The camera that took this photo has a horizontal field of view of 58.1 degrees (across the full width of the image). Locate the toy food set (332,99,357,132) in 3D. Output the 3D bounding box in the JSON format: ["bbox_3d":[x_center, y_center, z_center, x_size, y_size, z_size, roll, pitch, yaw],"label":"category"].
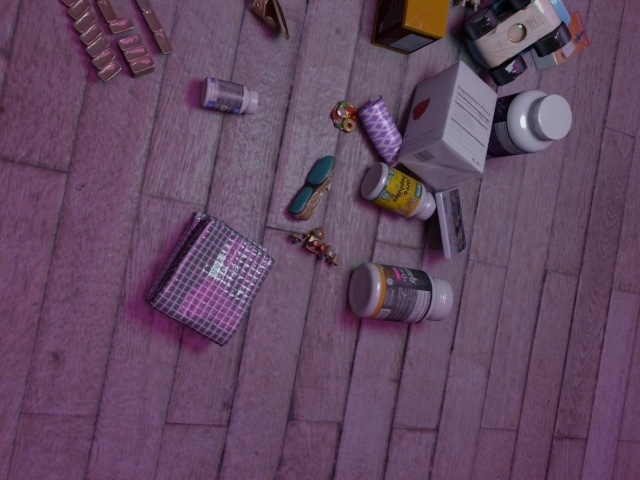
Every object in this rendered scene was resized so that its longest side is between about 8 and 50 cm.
[{"bbox_3d":[0.072,-0.359,1.660,0.082,0.020,0.083,25,83,-23],"label":"toy food set"}]

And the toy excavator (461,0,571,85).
[{"bbox_3d":[0.663,-0.741,1.814,0.433,0.445,0.222,-31,111,26],"label":"toy excavator"}]

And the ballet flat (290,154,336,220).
[{"bbox_3d":[-0.013,-0.143,1.617,0.206,0.073,0.067,-56,138,-10],"label":"ballet flat"}]

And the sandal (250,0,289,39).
[{"bbox_3d":[-0.152,-0.639,1.534,0.079,0.088,0.240,-15,92,9],"label":"sandal"}]

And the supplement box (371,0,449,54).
[{"bbox_3d":[0.256,-0.659,1.635,0.129,0.194,0.191,8,89,-23],"label":"supplement box"}]

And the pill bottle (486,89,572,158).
[{"bbox_3d":[0.578,-0.345,1.722,0.181,0.323,0.181,-1,92,-24],"label":"pill bottle"}]

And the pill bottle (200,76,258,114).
[{"bbox_3d":[-0.235,-0.371,1.491,0.137,0.078,0.078,7,89,-24],"label":"pill bottle"}]

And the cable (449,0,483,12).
[{"bbox_3d":[0.475,-0.846,1.792,0.139,0.072,0.287,14,86,-22],"label":"cable"}]

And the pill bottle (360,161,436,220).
[{"bbox_3d":[0.233,-0.136,1.689,0.208,0.117,0.118,24,82,-23],"label":"pill bottle"}]

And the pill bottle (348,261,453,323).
[{"bbox_3d":[0.235,0.158,1.678,0.278,0.162,0.162,9,89,-25],"label":"pill bottle"}]

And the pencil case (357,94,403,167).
[{"bbox_3d":[0.184,-0.312,1.678,0.086,0.088,0.206,-28,104,1],"label":"pencil case"}]

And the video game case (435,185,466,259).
[{"bbox_3d":[0.402,-0.058,1.766,0.183,0.023,0.201,-20,102,-59],"label":"video game case"}]

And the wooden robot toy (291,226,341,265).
[{"bbox_3d":[0.000,0.000,1.620,0.173,0.076,0.079,32,69,-22],"label":"wooden robot toy"}]

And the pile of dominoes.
[{"bbox_3d":[-0.496,-0.521,1.404,0.196,0.040,0.251,-28,95,-20],"label":"pile of dominoes"}]

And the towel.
[{"bbox_3d":[-0.273,0.095,1.470,0.235,0.121,0.284,34,78,-22],"label":"towel"}]

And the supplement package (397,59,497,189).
[{"bbox_3d":[0.368,-0.329,1.661,0.175,0.177,0.293,32,60,-27],"label":"supplement package"}]

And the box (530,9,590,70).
[{"bbox_3d":[0.796,-0.670,1.934,0.170,0.091,0.130,-32,104,-19],"label":"box"}]
